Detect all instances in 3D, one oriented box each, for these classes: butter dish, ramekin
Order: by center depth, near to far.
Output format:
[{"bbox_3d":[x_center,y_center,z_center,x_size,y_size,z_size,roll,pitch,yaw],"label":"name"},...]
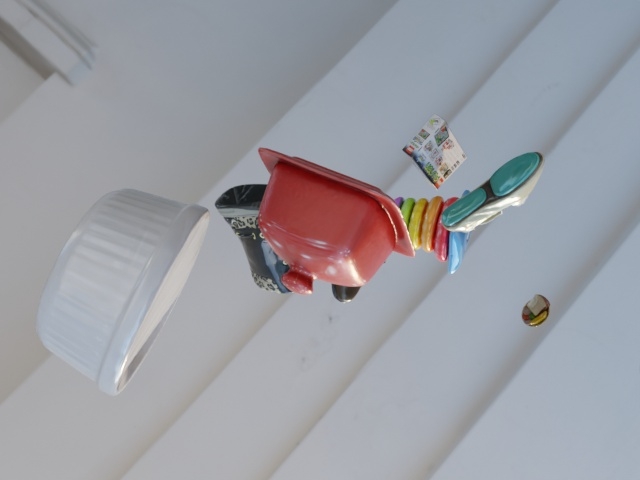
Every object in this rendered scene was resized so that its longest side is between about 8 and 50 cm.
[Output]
[{"bbox_3d":[0.000,0.000,0.691,0.160,0.118,0.160,24,167,22],"label":"butter dish"},{"bbox_3d":[-0.261,0.056,0.898,0.127,0.272,0.273,25,171,-3],"label":"ramekin"}]

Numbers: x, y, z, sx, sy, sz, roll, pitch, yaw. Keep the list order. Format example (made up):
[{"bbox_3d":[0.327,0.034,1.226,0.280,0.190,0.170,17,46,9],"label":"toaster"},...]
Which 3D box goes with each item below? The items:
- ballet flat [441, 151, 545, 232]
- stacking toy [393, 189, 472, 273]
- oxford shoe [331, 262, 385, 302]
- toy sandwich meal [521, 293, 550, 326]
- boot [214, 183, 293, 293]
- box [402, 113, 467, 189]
[{"bbox_3d":[0.352,-0.087,1.346,0.086,0.086,0.248,45,127,-15],"label":"ballet flat"},{"bbox_3d":[0.221,-0.047,1.689,0.302,0.165,0.175,12,141,19],"label":"stacking toy"},{"bbox_3d":[0.088,0.039,1.431,0.083,0.227,0.096,10,-159,-31],"label":"oxford shoe"},{"bbox_3d":[0.541,0.177,1.714,0.029,0.085,0.086,31,179,-37],"label":"toy sandwich meal"},{"bbox_3d":[-0.042,0.002,1.071,0.237,0.085,0.178,6,131,32],"label":"boot"},{"bbox_3d":[0.276,-0.207,1.621,0.036,0.114,0.207,45,-175,31],"label":"box"}]
